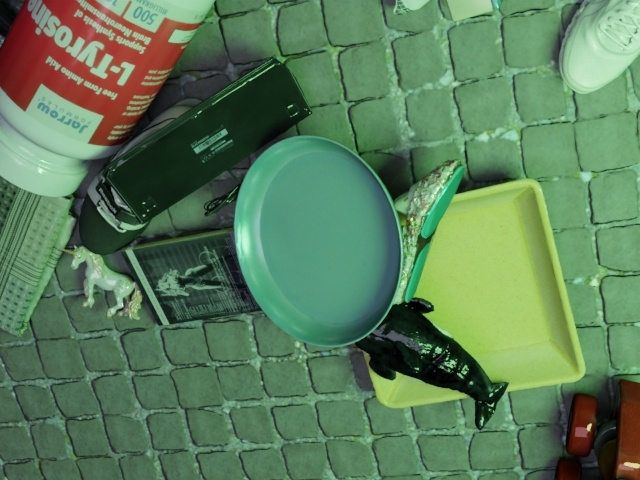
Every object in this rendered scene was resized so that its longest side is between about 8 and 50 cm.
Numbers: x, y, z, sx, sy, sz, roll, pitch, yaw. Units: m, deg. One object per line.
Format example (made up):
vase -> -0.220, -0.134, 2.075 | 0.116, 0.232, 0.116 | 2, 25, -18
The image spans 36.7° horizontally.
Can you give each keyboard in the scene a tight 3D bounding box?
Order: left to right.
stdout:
keyboard -> -0.153, -0.130, 1.462 | 0.317, 0.033, 0.201 | -33, 133, -3

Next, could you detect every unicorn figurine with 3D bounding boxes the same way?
unicorn figurine -> -0.378, 0.071, 1.666 | 0.162, 0.060, 0.111 | 17, 114, -10

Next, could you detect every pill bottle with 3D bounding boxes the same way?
pill bottle -> -0.345, -0.271, 1.428 | 0.229, 0.229, 0.407 | 37, 114, -1

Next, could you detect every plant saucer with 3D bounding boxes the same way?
plant saucer -> 0.000, 0.000, 1.435 | 0.318, 0.044, 0.317 | 10, 107, 37
plant saucer -> 0.214, 0.080, 1.501 | 0.333, 0.081, 0.332 | -12, 107, 19

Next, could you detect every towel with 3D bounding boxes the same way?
towel -> -0.598, -0.030, 1.689 | 0.312, 0.056, 0.324 | 32, 117, 4

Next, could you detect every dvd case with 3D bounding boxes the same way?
dvd case -> -0.204, 0.063, 1.612 | 0.221, 0.018, 0.164 | -10, 122, 18

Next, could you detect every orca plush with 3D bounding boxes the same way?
orca plush -> 0.145, 0.192, 1.461 | 0.287, 0.102, 0.151 | 45, 114, -5

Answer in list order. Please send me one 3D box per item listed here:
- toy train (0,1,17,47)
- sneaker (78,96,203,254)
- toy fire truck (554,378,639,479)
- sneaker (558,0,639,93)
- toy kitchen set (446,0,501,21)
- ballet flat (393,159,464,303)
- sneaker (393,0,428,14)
toy train -> -0.614, -0.348, 1.527 | 0.334, 0.142, 0.190 | 42, 102, -2
sneaker -> -0.305, -0.087, 1.536 | 0.122, 0.146, 0.330 | 40, 116, -4
toy fire truck -> 0.451, 0.381, 1.458 | 0.169, 0.254, 0.302 | 10, 112, 10
sneaker -> 0.424, -0.316, 1.279 | 0.110, 0.118, 0.292 | 36, 116, -3
toy kitchen set -> 0.209, -0.414, 1.267 | 0.122, 0.166, 0.207 | -15, 106, 19
ballet flat -> 0.131, -0.018, 1.397 | 0.077, 0.091, 0.241 | 28, 113, 18
sneaker -> 0.081, -0.428, 1.344 | 0.095, 0.090, 0.235 | -28, 98, 38
